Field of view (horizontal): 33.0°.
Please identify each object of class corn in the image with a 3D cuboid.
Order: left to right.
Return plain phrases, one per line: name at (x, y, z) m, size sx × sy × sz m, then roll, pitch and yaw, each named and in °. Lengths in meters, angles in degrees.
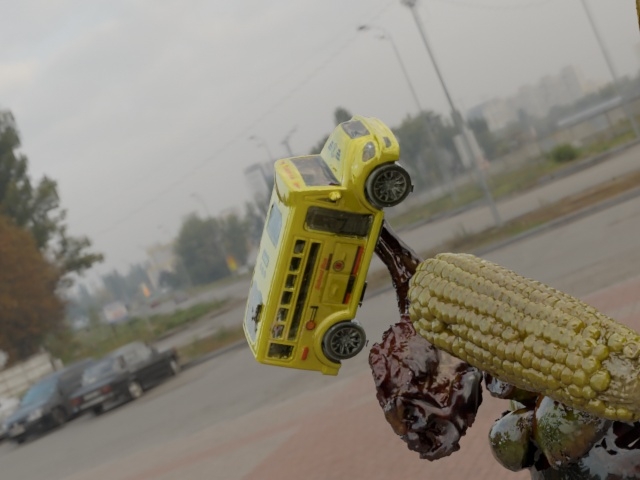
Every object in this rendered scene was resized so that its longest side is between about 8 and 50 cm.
corn at (0.209, 0.095, 1.126) m, size 0.119 × 0.119 × 0.321 m, roll -23°, pitch 34°, yaw -35°

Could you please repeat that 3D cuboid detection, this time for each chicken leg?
chicken leg at (0.122, 0.102, 1.396) m, size 0.157 × 0.407 × 0.096 m, roll 2°, pitch -40°, yaw -17°

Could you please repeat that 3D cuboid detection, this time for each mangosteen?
mangosteen at (0.450, 0.304, 1.586) m, size 0.421 × 0.381 × 0.381 m, roll 8°, pitch 13°, yaw 21°

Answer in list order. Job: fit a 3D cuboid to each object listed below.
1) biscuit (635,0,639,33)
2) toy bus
biscuit at (0.710, -0.422, 1.736) m, size 0.429 × 0.446 × 0.104 m, roll 15°, pitch 64°, yaw 33°
toy bus at (0.000, 0.000, 1.392) m, size 0.152 × 0.330 × 0.144 m, roll 7°, pitch 22°, yaw -18°
